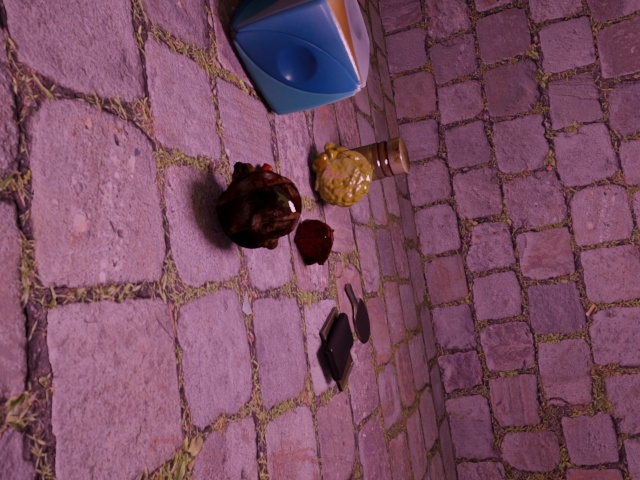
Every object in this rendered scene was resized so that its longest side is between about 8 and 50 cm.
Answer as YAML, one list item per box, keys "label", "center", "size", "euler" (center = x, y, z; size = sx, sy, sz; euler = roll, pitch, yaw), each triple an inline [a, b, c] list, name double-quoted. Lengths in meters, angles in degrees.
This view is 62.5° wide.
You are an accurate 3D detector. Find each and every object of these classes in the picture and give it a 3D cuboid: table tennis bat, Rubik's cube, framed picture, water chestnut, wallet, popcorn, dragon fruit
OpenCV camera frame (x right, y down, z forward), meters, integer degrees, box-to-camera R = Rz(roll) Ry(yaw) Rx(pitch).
- label: "table tennis bat"
  center: [0.161, 0.303, 2.222]
  size: [0.173, 0.022, 0.301]
  euler: [-71, 145, -50]
- label: "Rubik's cube"
  center: [-0.050, -0.661, 1.722]
  size: [0.352, 0.351, 0.347]
  euler: [57, 30, -38]
- label: "framed picture"
  center: [0.067, 0.399, 1.947]
  size: [0.189, 0.023, 0.260]
  euler: [-54, 129, -61]
- label: "water chestnut"
  center: [-0.157, -0.099, 1.364]
  size: [0.223, 0.223, 0.238]
  euler: [8, 60, -67]
- label: "wallet"
  center: [0.073, 0.378, 1.890]
  size: [0.250, 0.044, 0.149]
  euler: [-57, 135, -62]
- label: "popcorn"
  center: [0.082, -0.247, 2.054]
  size: [0.212, 0.259, 0.259]
  euler: [66, 21, -67]
- label: "dragon fruit"
  center: [0.001, 0.002, 1.807]
  size: [0.120, 0.161, 0.127]
  euler: [61, 39, -34]

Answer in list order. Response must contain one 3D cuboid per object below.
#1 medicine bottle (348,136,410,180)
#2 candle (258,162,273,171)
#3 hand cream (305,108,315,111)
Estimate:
- label: "medicine bottle"
  center: [0.197, -0.321, 2.201]
  size: [0.151, 0.322, 0.151]
  euler: [-11, 90, -68]
- label: "candle"
  center: [-0.177, -0.181, 1.587]
  size: [0.162, 0.048, 0.053]
  euler: [-67, 158, -54]
- label: "hand cream"
  center: [-0.063, -0.595, 2.081]
  size: [0.076, 0.047, 0.174]
  euler: [6, 66, -67]
